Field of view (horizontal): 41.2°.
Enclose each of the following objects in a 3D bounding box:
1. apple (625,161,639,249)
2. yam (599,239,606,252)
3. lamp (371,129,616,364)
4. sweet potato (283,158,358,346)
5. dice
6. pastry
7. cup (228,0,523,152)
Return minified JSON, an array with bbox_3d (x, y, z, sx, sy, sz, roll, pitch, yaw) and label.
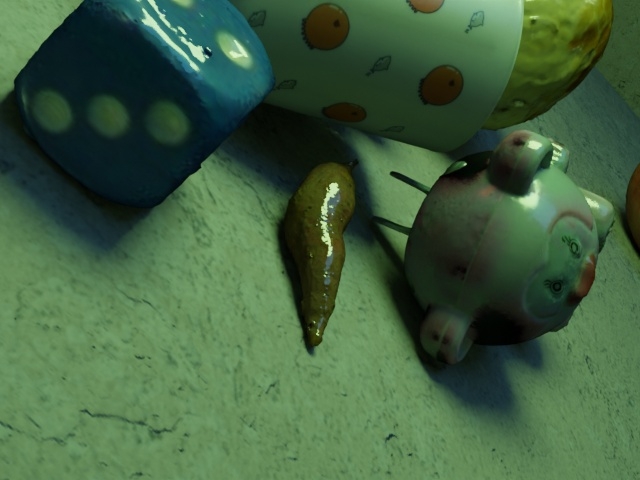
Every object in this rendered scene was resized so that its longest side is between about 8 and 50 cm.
[{"bbox_3d":[0.826,-0.065,1.775,0.364,0.364,0.363,36,31,-26],"label":"apple"},{"bbox_3d":[0.364,-0.014,1.288,0.194,0.107,0.107,5,52,-55],"label":"yam"},{"bbox_3d":[0.193,-0.004,0.949,0.248,0.247,0.301,29,13,22],"label":"lamp"},{"bbox_3d":[-0.006,-0.004,0.784,0.068,0.068,0.226,35,45,-27],"label":"sweet potato"},{"bbox_3d":[-0.130,-0.121,0.648,0.146,0.146,0.143,44,30,-13],"label":"dice"},{"bbox_3d":[0.271,-0.360,1.277,0.313,0.388,0.388,-9,56,-16],"label":"pastry"},{"bbox_3d":[0.010,-0.228,0.847,0.318,0.212,0.212,12,43,-23],"label":"cup"}]
